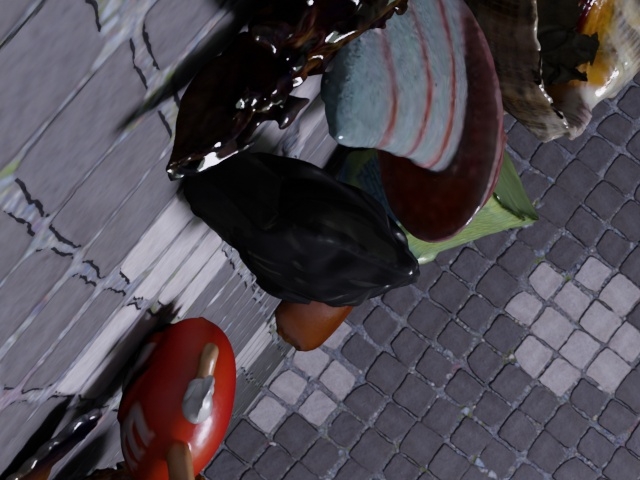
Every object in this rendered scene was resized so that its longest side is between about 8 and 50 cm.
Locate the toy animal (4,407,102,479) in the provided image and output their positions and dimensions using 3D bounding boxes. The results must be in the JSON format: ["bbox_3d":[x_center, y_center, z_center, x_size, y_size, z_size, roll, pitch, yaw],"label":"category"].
[{"bbox_3d":[-0.248,0.295,0.768,0.284,0.225,0.302,-18,161,-47],"label":"toy animal"}]

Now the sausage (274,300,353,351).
[{"bbox_3d":[0.034,0.037,1.663,0.300,0.089,0.083,-55,-179,27],"label":"sausage"}]

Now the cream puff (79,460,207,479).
[{"bbox_3d":[-0.180,0.292,1.034,0.240,0.164,0.240,-37,-174,4],"label":"cream puff"}]

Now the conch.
[{"bbox_3d":[0.175,-0.200,0.996,0.210,0.159,0.291,-59,138,-19],"label":"conch"}]

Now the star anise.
[{"bbox_3d":[0.006,-0.120,0.561,0.157,0.053,0.212,-55,172,34],"label":"star anise"}]

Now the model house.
[{"bbox_3d":[0.087,-0.068,1.198,0.189,0.195,0.214,-29,167,19],"label":"model house"}]

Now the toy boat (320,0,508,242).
[{"bbox_3d":[0.054,-0.102,0.788,0.282,0.096,0.206,2,88,-67],"label":"toy boat"}]

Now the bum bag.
[{"bbox_3d":[0.000,0.000,0.818,0.095,0.144,0.340,-63,174,0],"label":"bum bag"}]

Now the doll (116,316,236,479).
[{"bbox_3d":[-0.109,0.140,0.888,0.183,0.085,0.217,130,-29,-49],"label":"doll"}]
